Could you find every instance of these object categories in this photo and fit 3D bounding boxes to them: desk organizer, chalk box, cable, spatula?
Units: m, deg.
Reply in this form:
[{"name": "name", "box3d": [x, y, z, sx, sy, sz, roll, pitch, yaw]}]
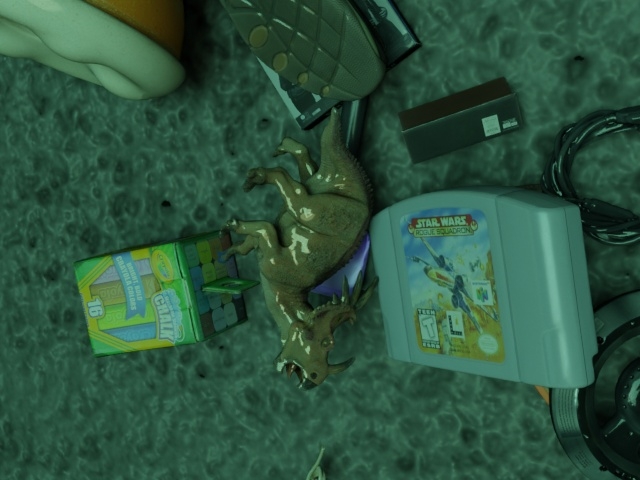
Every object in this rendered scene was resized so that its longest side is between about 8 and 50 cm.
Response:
[{"name": "desk organizer", "box3d": [0.157, -0.137, 0.934, 0.130, 0.050, 0.047, -18, 124, 9]}, {"name": "chalk box", "box3d": [-0.186, 0.063, 1.065, 0.213, 0.132, 0.132, -11, 93, 23]}, {"name": "cable", "box3d": [0.330, -0.067, 0.874, 0.185, 0.047, 0.150, -10, 100, 15]}, {"name": "spatula", "box3d": [0.031, -0.072, 0.999, 0.084, 0.030, 0.296, 15, 112, 20]}]

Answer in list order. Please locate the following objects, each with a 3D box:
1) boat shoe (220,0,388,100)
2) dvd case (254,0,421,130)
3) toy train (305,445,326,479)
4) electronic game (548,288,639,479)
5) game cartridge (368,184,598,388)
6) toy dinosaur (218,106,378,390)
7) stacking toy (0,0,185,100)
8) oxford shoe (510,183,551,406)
[{"name": "boat shoe", "box3d": [-0.051, -0.303, 0.878, 0.355, 0.130, 0.132, 43, 138, -19]}, {"name": "dvd case", "box3d": [-0.014, -0.282, 1.000, 0.179, 0.029, 0.238, -34, 83, 24]}, {"name": "toy train", "box3d": [0.014, 0.398, 1.048, 0.143, 0.105, 0.248, 27, 107, 7]}, {"name": "electronic game", "box3d": [0.354, 0.162, 0.861, 0.229, 0.048, 0.229, 0, 96, -1]}, {"name": "game cartridge", "box3d": [0.155, 0.042, 0.875, 0.297, 0.062, 0.198, -3, 101, 59]}, {"name": "toy dinosaur", "box3d": [0.000, 0.000, 0.946, 0.200, 0.127, 0.295, 28, 105, 4]}, {"name": "stacking toy", "box3d": [-0.258, -0.440, 0.973, 0.351, 0.350, 0.479, 19, 88, 20]}, {"name": "oxford shoe", "box3d": [0.250, 0.069, 0.902, 0.098, 0.097, 0.271, -22, 88, 18]}]
